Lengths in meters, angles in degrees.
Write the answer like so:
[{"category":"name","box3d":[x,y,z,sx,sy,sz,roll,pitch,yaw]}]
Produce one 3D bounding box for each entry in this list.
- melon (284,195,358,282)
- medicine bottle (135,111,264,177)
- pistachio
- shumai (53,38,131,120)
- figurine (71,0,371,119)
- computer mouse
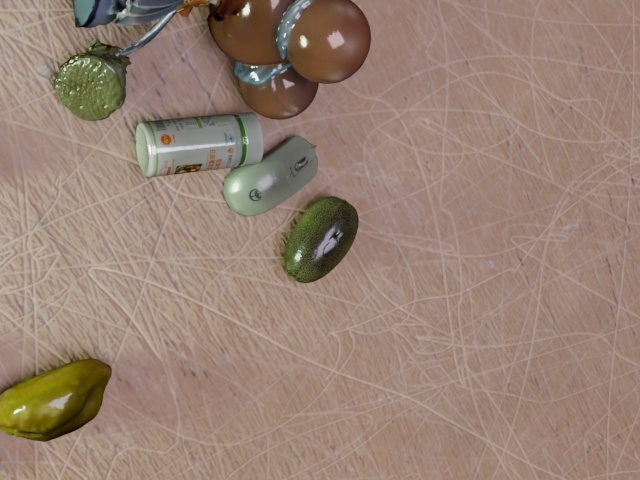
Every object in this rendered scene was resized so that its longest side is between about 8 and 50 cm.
[{"category":"melon","box3d":[0.000,0.000,1.580,0.099,0.099,0.162,37,84,-29]},{"category":"medicine bottle","box3d":[-0.187,-0.150,1.456,0.183,0.086,0.086,-9,107,-23]},{"category":"pistachio","box3d":[-0.404,0.247,1.438,0.189,0.110,0.100,-21,79,-20]},{"category":"shumai","box3d":[-0.326,-0.242,1.374,0.099,0.124,0.087,44,40,-25]},{"category":"figurine","box3d":[-0.143,-0.337,1.350,0.388,0.276,0.248,6,76,-30]},{"category":"computer mouse","box3d":[-0.071,-0.105,1.543,0.182,0.056,0.089,-35,120,-15]}]
